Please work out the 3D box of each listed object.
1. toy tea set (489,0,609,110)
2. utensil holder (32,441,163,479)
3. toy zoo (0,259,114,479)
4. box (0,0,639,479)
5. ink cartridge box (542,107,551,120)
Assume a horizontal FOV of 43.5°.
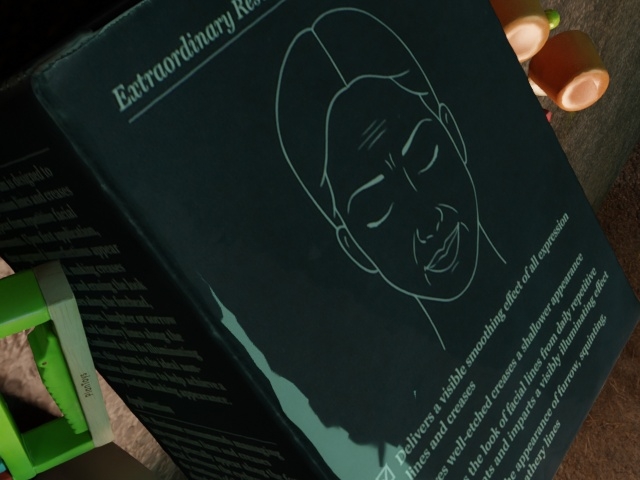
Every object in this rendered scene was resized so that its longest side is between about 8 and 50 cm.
[{"bbox_3d":[0.146,-0.206,0.829,0.336,0.124,0.200,19,128,-40],"label":"toy tea set"},{"bbox_3d":[-0.206,0.400,0.637,0.385,0.327,0.328,-50,154,-23],"label":"utensil holder"},{"bbox_3d":[-0.268,0.124,0.441,0.293,0.030,0.192,-22,149,-20],"label":"toy zoo"},{"bbox_3d":[0.000,0.000,0.539,0.293,0.212,0.396,-47,115,-32],"label":"box"},{"bbox_3d":[0.259,-0.087,1.337,0.273,0.114,0.197,-48,154,-32],"label":"ink cartridge box"}]
